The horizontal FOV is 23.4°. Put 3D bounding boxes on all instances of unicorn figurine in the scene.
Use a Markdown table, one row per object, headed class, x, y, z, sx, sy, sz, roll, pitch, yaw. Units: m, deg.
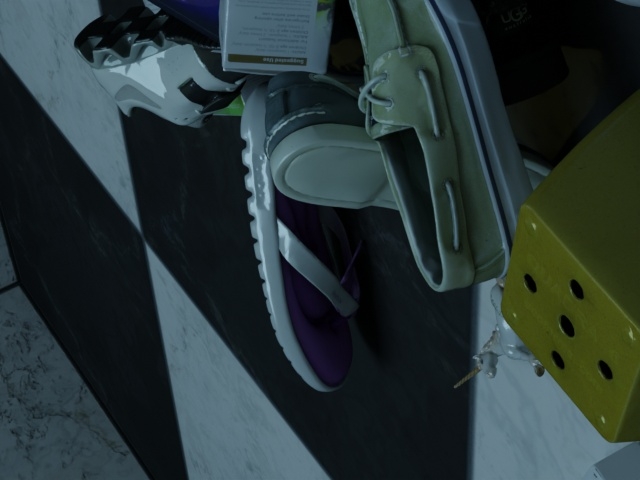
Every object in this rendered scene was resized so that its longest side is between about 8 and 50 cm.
| class | x | y | z | sx | sy | sz | roll | pitch | yaw |
| --- | --- | --- | --- | --- | --- | --- | --- | --- | --- |
| unicorn figurine | 0.196 | 0.096 | 1.573 | 0.111 | 0.060 | 0.162 | 36 | 129 | 54 |

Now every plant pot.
| class | x | y | z | sx | sy | sz | roll | pitch | yaw |
| --- | --- | --- | --- | --- | --- | --- | --- | --- | --- |
| plant pot | 0.254 | 0.025 | 1.141 | 0.212 | 0.187 | 0.212 | 52 | 157 | 31 |

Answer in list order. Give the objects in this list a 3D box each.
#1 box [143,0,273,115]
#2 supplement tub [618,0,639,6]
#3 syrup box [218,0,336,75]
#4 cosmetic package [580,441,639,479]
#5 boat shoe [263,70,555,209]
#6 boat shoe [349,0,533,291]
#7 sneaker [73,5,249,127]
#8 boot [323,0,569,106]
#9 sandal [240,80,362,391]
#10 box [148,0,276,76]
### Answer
| class | x | y | z | sx | sy | sz | roll | pitch | yaw |
| --- | --- | --- | --- | --- | --- | --- | --- | --- | --- |
| box | -0.167 | -0.315 | 1.979 | 0.232 | 0.058 | 0.322 | 12 | 124 | 65 |
| supplement tub | 0.149 | -0.290 | 0.967 | 0.316 | 0.228 | 0.228 | 38 | 148 | 51 |
| syrup box | -0.031 | -0.260 | 1.281 | 0.093 | 0.096 | 0.237 | -96 | 9 | -50 |
| cosmetic package | 0.290 | 0.294 | 1.555 | 0.099 | 0.060 | 0.239 | 55 | 158 | 19 |
| boat shoe | 0.086 | -0.080 | 1.337 | 0.116 | 0.319 | 0.099 | -48 | 48 | 37 |
| boat shoe | 0.080 | -0.106 | 1.198 | 0.302 | 0.094 | 0.109 | 67 | 155 | 0 |
| sneaker | -0.132 | -0.208 | 1.842 | 0.330 | 0.122 | 0.146 | 2 | 130 | 39 |
| boot | 0.073 | -0.260 | 1.335 | 0.348 | 0.131 | 0.260 | 14 | 130 | 59 |
| sandal | -0.005 | 0.008 | 1.877 | 0.102 | 0.169 | 0.416 | -2 | 119 | 25 |
| box | -0.108 | -0.298 | 1.608 | 0.261 | 0.103 | 0.184 | 31 | 162 | -5 |
